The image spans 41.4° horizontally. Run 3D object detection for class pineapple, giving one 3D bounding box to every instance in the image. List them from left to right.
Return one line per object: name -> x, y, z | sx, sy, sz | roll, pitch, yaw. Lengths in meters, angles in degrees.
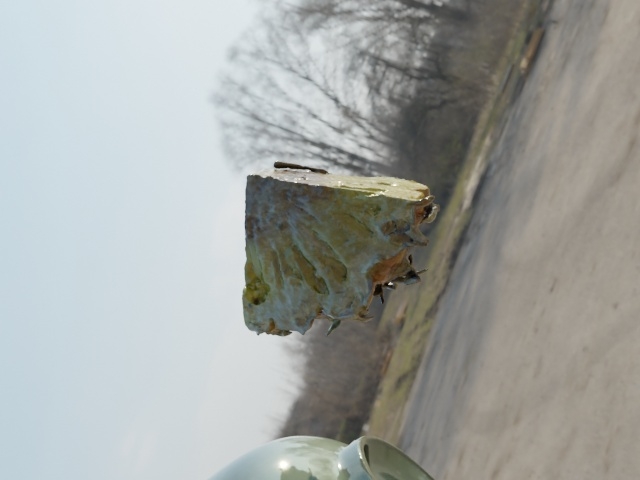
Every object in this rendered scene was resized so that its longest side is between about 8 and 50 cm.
pineapple -> 0.000, 0.000, 0.842 | 0.236, 0.186, 0.114 | -34, 4, 8

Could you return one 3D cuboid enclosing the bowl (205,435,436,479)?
bowl -> 0.042, 0.323, 0.848 | 0.185, 0.354, 0.354 | -49, -2, 9
